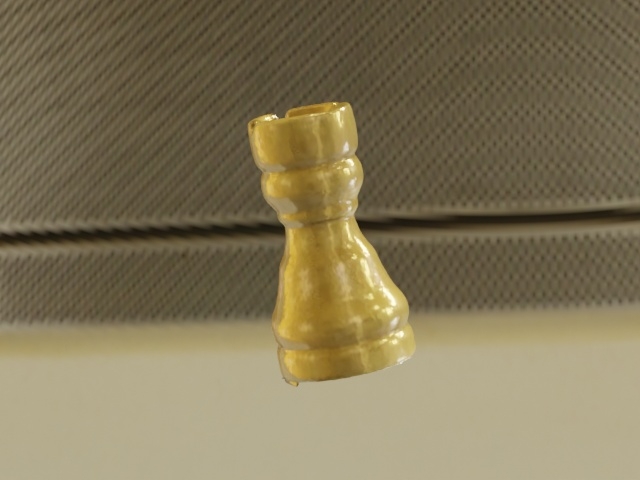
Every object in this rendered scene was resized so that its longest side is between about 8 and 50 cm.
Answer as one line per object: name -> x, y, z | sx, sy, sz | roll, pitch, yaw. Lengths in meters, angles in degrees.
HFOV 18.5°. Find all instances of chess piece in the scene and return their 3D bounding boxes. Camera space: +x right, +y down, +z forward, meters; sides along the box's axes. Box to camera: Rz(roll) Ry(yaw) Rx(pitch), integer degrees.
chess piece -> 0.000, 0.000, 0.900 | 0.066, 0.066, 0.122 | -11, -82, 12
